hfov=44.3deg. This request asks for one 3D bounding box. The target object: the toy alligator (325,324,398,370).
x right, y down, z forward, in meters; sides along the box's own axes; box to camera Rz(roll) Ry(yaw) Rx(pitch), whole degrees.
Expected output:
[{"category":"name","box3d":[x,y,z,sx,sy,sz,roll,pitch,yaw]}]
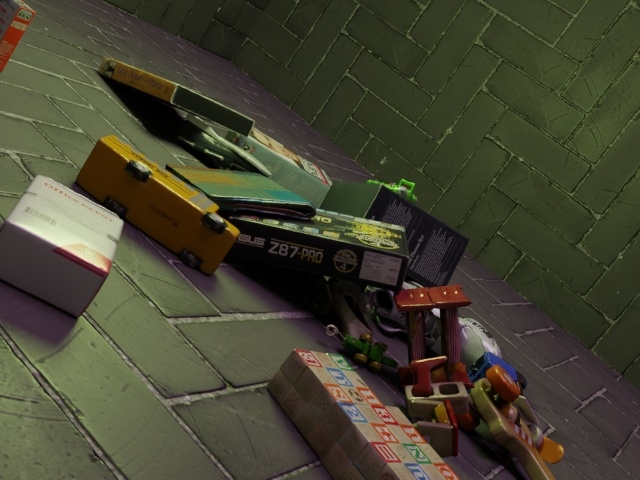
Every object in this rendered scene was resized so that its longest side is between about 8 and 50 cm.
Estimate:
[{"category":"toy alligator","box3d":[0.078,0.225,1.652,0.190,0.056,0.051,30,-26,-20]}]

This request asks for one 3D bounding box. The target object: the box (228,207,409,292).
[{"category":"box","box3d":[0.000,0.000,1.806,0.395,0.097,0.318,12,11,2]}]

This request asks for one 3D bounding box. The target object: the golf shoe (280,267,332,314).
[{"category":"golf shoe","box3d":[-0.010,0.103,1.791,0.094,0.077,0.198,24,19,-40]}]

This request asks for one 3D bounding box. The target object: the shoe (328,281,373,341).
[{"category":"shoe","box3d":[0.070,0.159,1.765,0.077,0.058,0.219,26,25,-30]}]

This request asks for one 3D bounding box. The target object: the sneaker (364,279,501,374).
[{"category":"sneaker","box3d":[0.268,0.217,1.957,0.366,0.137,0.210,38,14,33]}]

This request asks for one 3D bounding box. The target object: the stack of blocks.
[{"category":"stack of blocks","box3d":[0.066,0.309,1.259,0.171,0.087,0.297,19,21,-49]}]

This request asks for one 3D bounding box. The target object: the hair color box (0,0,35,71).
[{"category":"hair color box","box3d":[-0.745,-0.489,1.828,0.093,0.167,0.053,41,15,21]}]

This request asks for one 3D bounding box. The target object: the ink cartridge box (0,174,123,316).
[{"category":"ink cartridge box","box3d":[-0.395,0.002,1.184,0.159,0.092,0.218,31,16,-18]}]

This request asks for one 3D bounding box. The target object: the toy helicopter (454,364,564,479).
[{"category":"toy helicopter","box3d":[0.436,0.447,1.674,0.235,0.140,0.355,33,22,-48]}]

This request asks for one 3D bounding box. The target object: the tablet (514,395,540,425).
[{"category":"tablet","box3d":[0.459,0.379,1.767,0.083,0.006,0.054,59,-18,-16]}]

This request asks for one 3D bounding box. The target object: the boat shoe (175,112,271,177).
[{"category":"boat shoe","box3d":[-0.283,-0.249,2.283,0.302,0.091,0.114,35,4,9]}]

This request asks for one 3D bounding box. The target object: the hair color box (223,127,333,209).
[{"category":"hair color box","box3d":[-0.132,-0.234,2.541,0.374,0.113,0.185,29,16,-23]}]

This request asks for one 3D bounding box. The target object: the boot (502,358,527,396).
[{"category":"boot","box3d":[0.523,0.382,2.107,0.106,0.082,0.219,29,13,-13]}]

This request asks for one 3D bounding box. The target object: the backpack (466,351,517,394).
[{"category":"backpack","box3d":[0.390,0.340,1.857,0.098,0.120,0.101,37,23,-5]}]

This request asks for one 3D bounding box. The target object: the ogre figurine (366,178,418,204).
[{"category":"ogre figurine","box3d":[0.216,-0.138,2.333,0.118,0.096,0.197,11,-26,25]}]

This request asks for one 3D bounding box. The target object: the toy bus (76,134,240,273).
[{"category":"toy bus","box3d":[-0.320,-0.073,1.578,0.333,0.108,0.130,34,12,-2]}]

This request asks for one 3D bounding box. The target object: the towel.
[{"category":"towel","box3d":[-0.197,-0.119,1.853,0.271,0.040,0.370,5,13,-27]}]

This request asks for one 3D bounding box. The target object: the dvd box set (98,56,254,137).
[{"category":"dvd box set","box3d":[-0.437,-0.434,2.369,0.420,0.062,0.308,27,5,42]}]

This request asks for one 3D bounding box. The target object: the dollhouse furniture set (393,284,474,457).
[{"category":"dollhouse furniture set","box3d":[0.240,0.244,1.552,0.152,0.201,0.374,-5,16,1]}]

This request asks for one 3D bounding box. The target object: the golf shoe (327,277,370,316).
[{"category":"golf shoe","box3d":[0.063,0.138,1.896,0.086,0.069,0.176,19,11,-19]}]

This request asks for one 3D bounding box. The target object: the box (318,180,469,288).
[{"category":"box","box3d":[0.182,-0.016,2.208,0.312,0.179,0.343,29,-6,-21]}]
